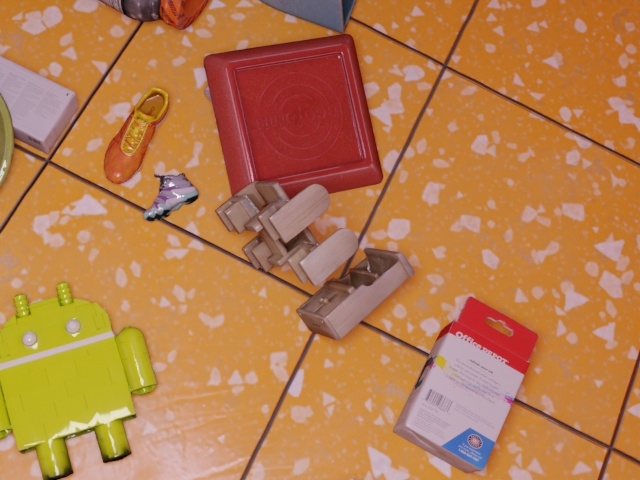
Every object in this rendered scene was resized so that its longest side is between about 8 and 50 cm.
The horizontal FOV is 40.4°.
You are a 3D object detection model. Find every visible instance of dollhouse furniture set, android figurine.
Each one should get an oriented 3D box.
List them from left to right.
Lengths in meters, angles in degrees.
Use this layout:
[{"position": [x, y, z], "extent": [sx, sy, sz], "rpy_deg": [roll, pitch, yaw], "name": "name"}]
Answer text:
[{"position": [-0.366, 0.194, 1.244], "extent": [0.248, 0.056, 0.273], "rpy_deg": [-14, 75, -14], "name": "android figurine"}, {"position": [0.000, 0.000, 1.297], "extent": [0.161, 0.212, 0.242], "rpy_deg": [-40, 110, -19], "name": "dollhouse furniture set"}]

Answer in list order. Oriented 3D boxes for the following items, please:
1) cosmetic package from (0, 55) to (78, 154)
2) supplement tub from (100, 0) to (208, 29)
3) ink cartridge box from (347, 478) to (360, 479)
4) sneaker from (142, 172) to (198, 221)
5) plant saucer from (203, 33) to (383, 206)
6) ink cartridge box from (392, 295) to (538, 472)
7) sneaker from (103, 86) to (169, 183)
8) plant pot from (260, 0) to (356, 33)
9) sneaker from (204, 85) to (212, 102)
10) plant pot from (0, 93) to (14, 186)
[{"position": [-0.512, -0.235, 1.366], "extent": [0.239, 0.060, 0.099], "rpy_deg": [27, 72, 1], "name": "cosmetic package"}, {"position": [-0.337, -0.495, 1.413], "extent": [0.338, 0.207, 0.207], "rpy_deg": [29, 68, 1], "name": "supplement tub"}, {"position": [0.000, 0.488, 1.168], "extent": [0.201, 0.117, 0.278], "rpy_deg": [-16, 74, -15], "name": "ink cartridge box"}, {"position": [-0.249, -0.075, 1.371], "extent": [0.098, 0.038, 0.069], "rpy_deg": [-29, 76, -28], "name": "sneaker"}, {"position": [-0.037, -0.198, 1.408], "extent": [0.258, 0.047, 0.259], "rpy_deg": [-12, 90, -14], "name": "plant saucer"}, {"position": [0.224, 0.218, 1.326], "extent": [0.134, 0.078, 0.231], "rpy_deg": [30, 68, 1], "name": "ink cartridge box"}, {"position": [-0.296, -0.171, 1.379], "extent": [0.064, 0.067, 0.175], "rpy_deg": [22, 70, -3], "name": "sneaker"}, {"position": [-0.049, -0.543, 1.470], "extent": [0.252, 0.247, 0.248], "rpy_deg": [15, 68, 10], "name": "plant pot"}, {"position": [-0.121, -0.238, 1.442], "extent": [0.134, 0.051, 0.070], "rpy_deg": [26, 71, -7], "name": "sneaker"}, {"position": [-0.596, -0.159, 1.188], "extent": [0.276, 0.254, 0.276], "rpy_deg": [0, 85, -2], "name": "plant pot"}]
